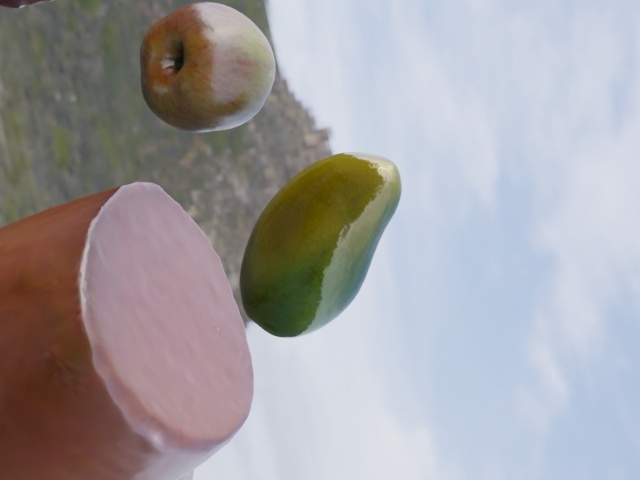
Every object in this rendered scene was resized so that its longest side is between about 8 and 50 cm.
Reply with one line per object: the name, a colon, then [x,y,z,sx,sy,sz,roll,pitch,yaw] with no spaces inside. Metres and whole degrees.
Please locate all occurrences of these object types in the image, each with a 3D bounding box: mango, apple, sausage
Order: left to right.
sausage: [-0.148,0.074,0.527,0.113,0.259,0.113,46,29,-34]
apple: [-0.108,-0.164,1.447,0.102,0.126,0.126,19,49,-58]
mango: [-0.003,0.001,1.418,0.122,0.191,0.085,25,-8,46]

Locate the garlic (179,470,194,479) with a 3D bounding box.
garlic: [-0.184,0.098,0.862,0.178,0.229,0.143,-67,-162,-6]

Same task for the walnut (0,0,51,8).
walnut: [-0.250,-0.332,1.267,0.221,0.244,0.269,1,-55,53]
